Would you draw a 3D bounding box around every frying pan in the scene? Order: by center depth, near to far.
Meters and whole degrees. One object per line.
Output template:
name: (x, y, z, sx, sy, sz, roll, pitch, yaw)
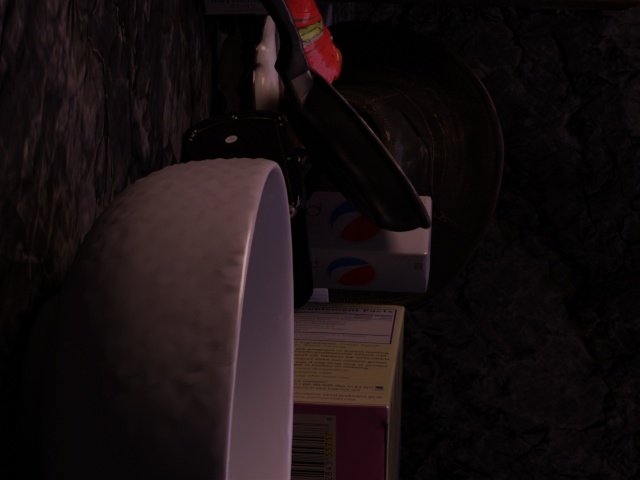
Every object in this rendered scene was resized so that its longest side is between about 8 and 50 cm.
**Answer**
frying pan: (0.011, -0.110, 1.660, 0.197, 0.053, 0.326, 48, -6, 32)

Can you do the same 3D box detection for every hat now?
hat: (0.032, -0.067, 2.014, 0.134, 0.331, 0.331, -25, 120, -60)

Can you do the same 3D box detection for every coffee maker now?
coffee maker: (-0.068, -0.001, 1.685, 0.178, 0.120, 0.171, 85, 17, -58)

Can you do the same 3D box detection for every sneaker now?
sneaker: (-0.032, -0.200, 1.816, 0.107, 0.118, 0.279, 25, -69, 52)

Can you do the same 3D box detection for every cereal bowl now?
cereal bowl: (-0.099, 0.115, 1.137, 0.339, 0.141, 0.339, 2, 90, -86)

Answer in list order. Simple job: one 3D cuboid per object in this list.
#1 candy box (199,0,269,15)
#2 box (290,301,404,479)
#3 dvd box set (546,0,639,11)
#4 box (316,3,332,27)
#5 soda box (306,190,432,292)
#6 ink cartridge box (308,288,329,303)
candy box: (-0.077, -0.322, 1.633, 0.233, 0.071, 0.159, 84, 9, -65)
box: (0.010, 0.196, 1.703, 0.243, 0.117, 0.214, -72, 163, -70)
dvd box set: (0.128, -0.287, 2.034, 0.307, 0.420, 0.062, -45, 137, -82)
box: (-0.032, -0.205, 2.141, 0.102, 0.087, 0.101, -80, 171, -54)
soda box: (0.000, 0.000, 1.835, 0.069, 0.216, 0.074, 86, 8, -53)
ink cartridge box: (-0.033, 0.138, 2.023, 0.223, 0.045, 0.224, 138, -49, -70)
